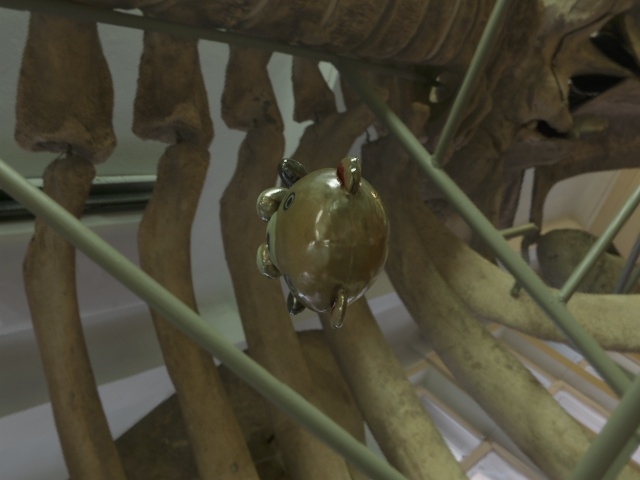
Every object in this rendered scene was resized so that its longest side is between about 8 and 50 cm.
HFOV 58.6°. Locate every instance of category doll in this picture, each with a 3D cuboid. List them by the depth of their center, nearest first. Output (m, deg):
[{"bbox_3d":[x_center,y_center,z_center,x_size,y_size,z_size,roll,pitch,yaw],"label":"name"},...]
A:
[{"bbox_3d":[0.000,0.000,0.842,0.174,0.330,0.235,6,-88,-13],"label":"doll"}]
